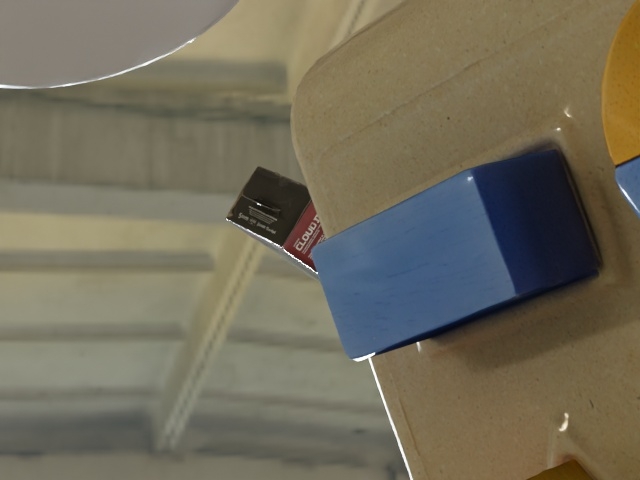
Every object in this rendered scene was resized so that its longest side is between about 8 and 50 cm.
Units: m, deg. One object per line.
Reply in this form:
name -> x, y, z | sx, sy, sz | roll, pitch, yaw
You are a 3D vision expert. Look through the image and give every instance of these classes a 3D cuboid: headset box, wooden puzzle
headset box -> 0.000, 0.000, 0.726 | 0.083, 0.032, 0.062 | 34, -4, -32
wooden puzzle -> 0.116, 0.042, 0.515 | 0.080, 0.348, 0.322 | -8, -13, -39

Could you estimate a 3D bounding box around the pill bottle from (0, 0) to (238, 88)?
pill bottle -> -0.083, -0.150, 0.401 | 0.119, 0.208, 0.119 | -13, -30, -8
